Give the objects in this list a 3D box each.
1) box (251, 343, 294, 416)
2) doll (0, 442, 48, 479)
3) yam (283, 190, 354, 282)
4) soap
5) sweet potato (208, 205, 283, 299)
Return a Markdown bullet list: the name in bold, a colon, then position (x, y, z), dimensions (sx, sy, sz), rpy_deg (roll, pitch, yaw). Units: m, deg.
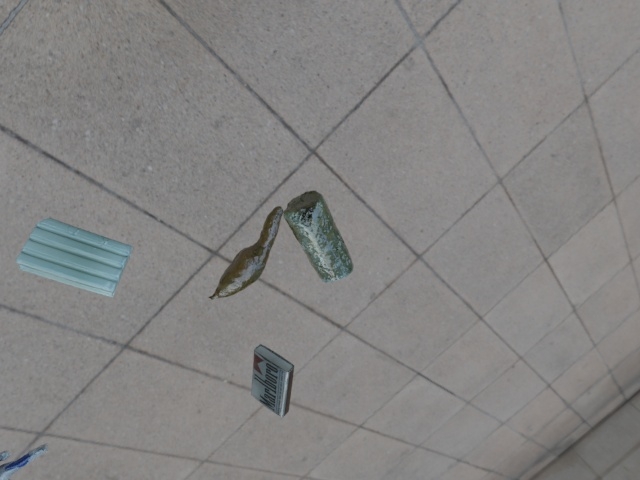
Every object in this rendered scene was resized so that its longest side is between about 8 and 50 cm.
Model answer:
- **box**: position (-0.126, 0.364, 1.147), dimensions (0.036, 0.115, 0.177), rpy_deg (-33, 140, -47)
- **doll**: position (-0.683, 0.499, 0.908), dimensions (0.228, 0.113, 0.057), rpy_deg (-8, 170, -18)
- **yam**: position (0.000, 0.000, 0.784), dimensions (0.078, 0.078, 0.179), rpy_deg (-30, 122, -7)
- **soap**: position (-0.539, 0.038, 0.989), dimensions (0.198, 0.118, 0.066), rpy_deg (22, 150, -19)
- **sweet potato**: position (-0.152, 0.042, 1.008), dimensions (0.075, 0.075, 0.269), rpy_deg (31, 98, -41)
